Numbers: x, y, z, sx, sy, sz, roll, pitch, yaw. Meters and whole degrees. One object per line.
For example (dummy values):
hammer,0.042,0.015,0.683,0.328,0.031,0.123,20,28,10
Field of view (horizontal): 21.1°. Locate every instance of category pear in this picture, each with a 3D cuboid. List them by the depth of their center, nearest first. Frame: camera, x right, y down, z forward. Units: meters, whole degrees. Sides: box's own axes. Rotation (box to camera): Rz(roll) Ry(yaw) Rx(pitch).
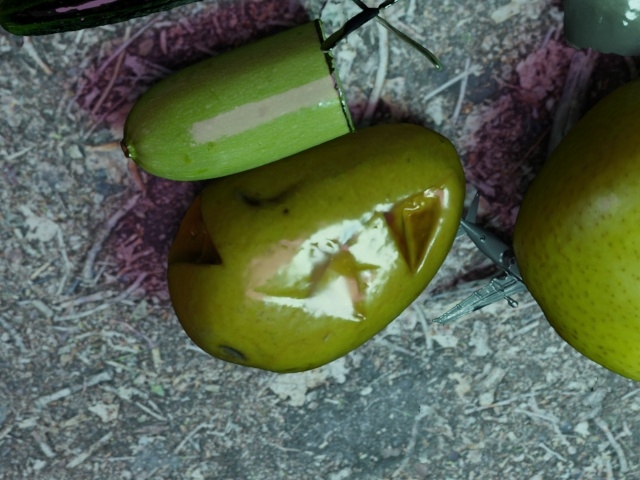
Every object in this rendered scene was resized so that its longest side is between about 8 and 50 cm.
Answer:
pear,0.422,-0.015,1.885,0.418,0.362,0.362,-11,122,12

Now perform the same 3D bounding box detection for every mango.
mango,0.000,0.000,1.930,0.365,0.182,0.253,-35,119,-2

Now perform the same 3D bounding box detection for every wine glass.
wine glass,0.334,-0.319,1.827,0.126,0.126,0.241,3,119,-12

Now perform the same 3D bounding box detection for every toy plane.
toy plane,0.227,0.025,2.045,0.226,0.058,0.226,37,92,-26

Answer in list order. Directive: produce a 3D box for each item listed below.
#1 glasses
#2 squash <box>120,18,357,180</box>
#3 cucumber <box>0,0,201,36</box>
glasses,0.078,-0.277,1.764,0.239,0.102,0.206,-6,90,-9
squash,-0.096,-0.140,1.846,0.247,0.132,0.132,-18,122,1
cucumber,-0.219,-0.260,1.788,0.241,0.074,0.074,-15,122,1
